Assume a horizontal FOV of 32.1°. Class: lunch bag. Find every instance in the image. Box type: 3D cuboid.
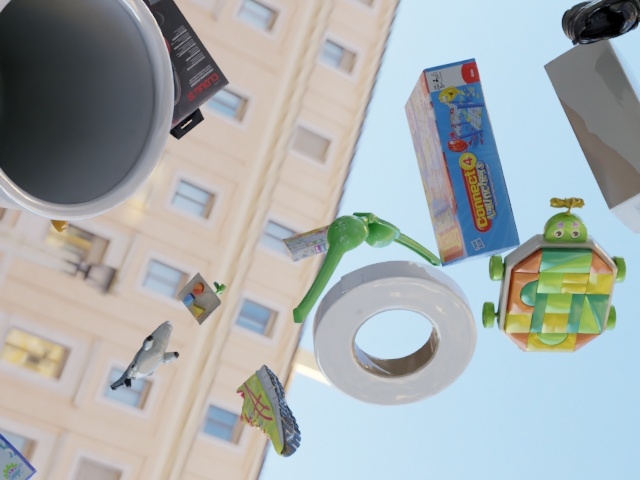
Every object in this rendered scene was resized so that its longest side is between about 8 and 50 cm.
[{"bbox_3d":[-0.530,0.353,1.700,0.129,0.151,0.096,-45,154,-29],"label":"lunch bag"}]

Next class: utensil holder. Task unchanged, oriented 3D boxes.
[{"bbox_3d":[-0.450,-0.202,1.522,0.385,0.327,0.327,6,-110,39],"label":"utensil holder"}]

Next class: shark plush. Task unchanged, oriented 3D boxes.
[{"bbox_3d":[-0.322,0.222,2.052,0.161,0.073,0.067,-56,-150,17],"label":"shark plush"}]

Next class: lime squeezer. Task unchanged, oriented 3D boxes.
[{"bbox_3d":[0.067,0.013,1.452,0.059,0.310,0.110,-22,-92,41],"label":"lime squeezer"}]

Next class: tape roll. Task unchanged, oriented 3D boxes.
[{"bbox_3d":[0.172,0.222,2.615,0.392,0.392,0.072,-55,-159,26],"label":"tape roll"}]

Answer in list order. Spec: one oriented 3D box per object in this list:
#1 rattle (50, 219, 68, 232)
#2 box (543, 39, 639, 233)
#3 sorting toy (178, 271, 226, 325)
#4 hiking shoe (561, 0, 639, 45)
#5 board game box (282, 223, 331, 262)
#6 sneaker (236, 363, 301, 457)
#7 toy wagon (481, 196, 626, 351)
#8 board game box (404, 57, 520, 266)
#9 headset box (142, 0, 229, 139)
[{"bbox_3d":[-0.528,-0.135,2.447,0.130,0.142,0.199,-14,-152,21],"label":"rattle"},{"bbox_3d":[0.508,-0.184,1.888,0.121,0.148,0.311,-30,-123,23],"label":"box"},{"bbox_3d":[-0.171,0.078,1.624,0.083,0.062,0.012,-45,163,31],"label":"sorting toy"},{"bbox_3d":[0.499,-0.371,1.770,0.227,0.086,0.114,-30,-157,17],"label":"hiking shoe"},{"bbox_3d":[0.000,0.000,2.473,0.103,0.154,0.026,-129,-158,-69],"label":"board game box"},{"bbox_3d":[-0.103,0.336,2.104,0.094,0.081,0.208,-30,-138,5],"label":"sneaker"},{"bbox_3d":[0.468,0.075,2.209,0.068,0.267,0.344,-92,-177,-57],"label":"toy wagon"},{"bbox_3d":[0.227,-0.116,1.847,0.308,0.086,0.302,104,-27,-85],"label":"board game box"},{"bbox_3d":[-0.335,-0.333,2.153,0.218,0.293,0.110,-42,-160,-23],"label":"headset box"}]
